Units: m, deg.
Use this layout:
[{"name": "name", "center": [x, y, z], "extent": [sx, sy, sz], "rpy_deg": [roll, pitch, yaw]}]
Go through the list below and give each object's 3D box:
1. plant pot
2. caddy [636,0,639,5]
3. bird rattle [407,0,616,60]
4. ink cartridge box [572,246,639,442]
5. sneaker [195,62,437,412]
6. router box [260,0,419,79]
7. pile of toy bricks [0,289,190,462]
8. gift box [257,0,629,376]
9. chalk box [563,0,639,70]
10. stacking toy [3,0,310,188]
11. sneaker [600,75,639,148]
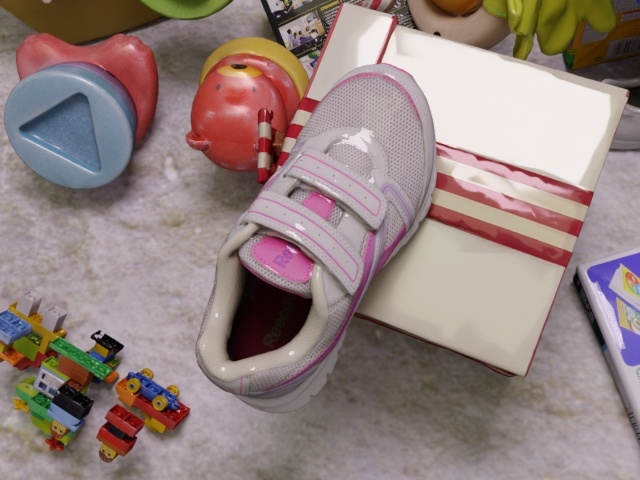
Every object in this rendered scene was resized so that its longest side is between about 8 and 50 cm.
[{"name": "plant pot", "center": [-0.289, -0.351, 0.862], "extent": [0.187, 0.212, 0.212], "rpy_deg": [-31, 69, 11]}, {"name": "caddy", "center": [0.370, -0.314, 0.610], "extent": [0.241, 0.179, 0.341], "rpy_deg": [42, 75, -14]}, {"name": "bird rattle", "center": [0.140, -0.269, 0.680], "extent": [0.143, 0.207, 0.253], "rpy_deg": [-18, 84, -36]}, {"name": "ink cartridge box", "center": [0.362, 0.090, 0.673], "extent": [0.208, 0.045, 0.206], "rpy_deg": [-17, 69, 4]}, {"name": "sneaker", "center": [0.000, 0.000, 0.489], "extent": [0.103, 0.111, 0.252], "rpy_deg": [23, 90, 12]}, {"name": "router box", "center": [0.036, -0.249, 0.811], "extent": [0.179, 0.046, 0.133], "rpy_deg": [-22, 91, 10]}, {"name": "pile of toy bricks", "center": [-0.246, 0.153, 0.734], "extent": [0.212, 0.118, 0.105], "rpy_deg": [30, 111, 9]}, {"name": "gift box", "center": [0.091, -0.049, 0.663], "extent": [0.258, 0.255, 0.276], "rpy_deg": [19, 81, 13]}, {"name": "chalk box", "center": [0.299, -0.308, 0.777], "extent": [0.133, 0.132, 0.212], "rpy_deg": [-11, 70, 6]}, {"name": "stacking toy", "center": [-0.182, -0.180, 0.731], "extent": [0.309, 0.279, 0.130], "rpy_deg": [-6, 32, 11]}, {"name": "sneaker", "center": [0.363, -0.131, 0.725], "extent": [0.212, 0.094, 0.080], "rpy_deg": [-3, 69, 8]}]
